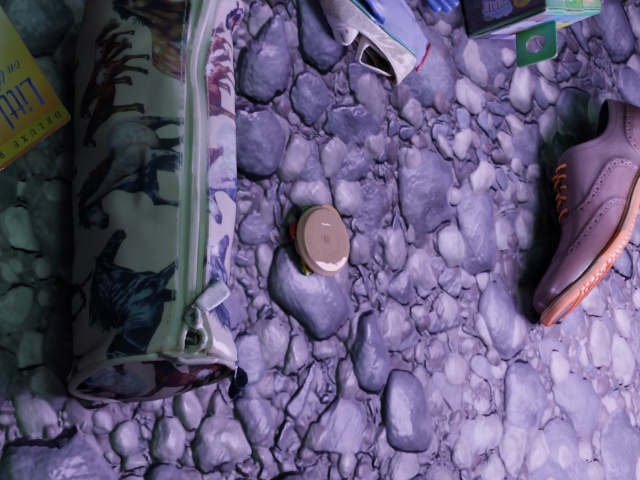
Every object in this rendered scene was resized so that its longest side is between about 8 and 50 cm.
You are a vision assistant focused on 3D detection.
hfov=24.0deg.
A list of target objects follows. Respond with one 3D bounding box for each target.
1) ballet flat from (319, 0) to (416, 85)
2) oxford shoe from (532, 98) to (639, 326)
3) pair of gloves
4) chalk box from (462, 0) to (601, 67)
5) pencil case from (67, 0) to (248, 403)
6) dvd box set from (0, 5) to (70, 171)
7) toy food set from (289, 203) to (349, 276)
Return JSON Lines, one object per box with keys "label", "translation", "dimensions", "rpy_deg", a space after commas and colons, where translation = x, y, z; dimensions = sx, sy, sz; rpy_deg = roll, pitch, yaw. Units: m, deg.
{"label": "ballet flat", "translation": [0.049, -0.239, 1.765], "dimensions": [0.168, 0.057, 0.052], "rpy_deg": [35, 84, -31]}
{"label": "oxford shoe", "translation": [0.351, -0.040, 1.996], "dimensions": [0.133, 0.130, 0.363], "rpy_deg": [33, 58, 4]}
{"label": "pair of gloves", "translation": [0.105, -0.315, 1.864], "dimensions": [0.159, 0.023, 0.198], "rpy_deg": [48, 50, -28]}
{"label": "chalk box", "translation": [0.270, -0.335, 1.958], "dimensions": [0.132, 0.132, 0.213], "rpy_deg": [-8, 86, -46]}
{"label": "pencil case", "translation": [-0.149, -0.055, 1.418], "dimensions": [0.160, 0.184, 0.410], "rpy_deg": [14, 68, -42]}
{"label": "dvd box set", "translation": [-0.427, -0.203, 1.261], "dimensions": [0.307, 0.062, 0.420], "rpy_deg": [-46, 111, -42]}
{"label": "toy food set", "translation": [0.000, 0.000, 1.670], "dimensions": [0.083, 0.020, 0.083], "rpy_deg": [-9, 86, -46]}
